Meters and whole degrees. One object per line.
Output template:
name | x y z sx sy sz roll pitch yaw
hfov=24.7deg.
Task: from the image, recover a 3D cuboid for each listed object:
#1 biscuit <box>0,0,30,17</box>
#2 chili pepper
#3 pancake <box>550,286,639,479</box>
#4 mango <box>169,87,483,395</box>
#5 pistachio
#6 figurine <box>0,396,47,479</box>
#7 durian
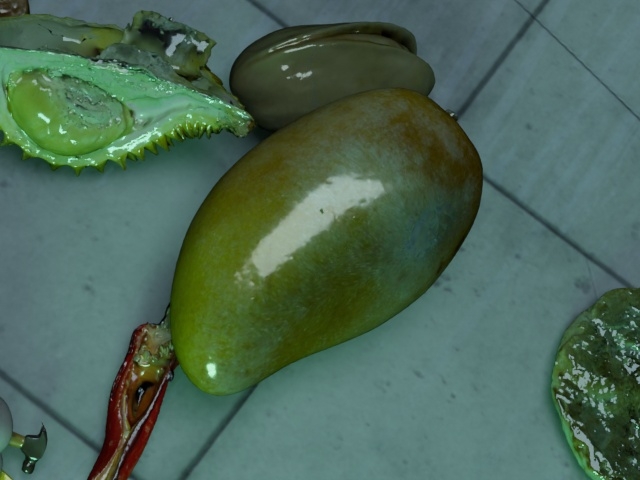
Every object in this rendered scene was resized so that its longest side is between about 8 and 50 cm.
biscuit | -0.430 -0.322 1.529 0.301 0.043 0.278 -3 73 -14
chili pepper | -0.174 0.155 1.409 0.059 0.050 0.268 12 67 13
pancake | 0.358 0.168 1.550 0.253 0.037 0.254 5 69 -12
mango | 0.000 0.000 1.429 0.384 0.199 0.221 -44 125 -19
pistachio | 0.011 -0.170 1.535 0.226 0.136 0.136 -8 72 -22
figurine | -0.367 0.180 1.324 0.229 0.112 0.137 -9 77 -7
durian | -0.214 -0.162 1.457 0.306 0.166 0.172 15 64 -9
